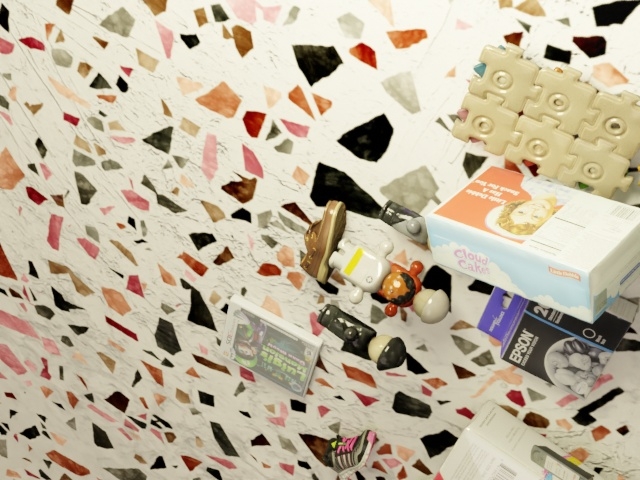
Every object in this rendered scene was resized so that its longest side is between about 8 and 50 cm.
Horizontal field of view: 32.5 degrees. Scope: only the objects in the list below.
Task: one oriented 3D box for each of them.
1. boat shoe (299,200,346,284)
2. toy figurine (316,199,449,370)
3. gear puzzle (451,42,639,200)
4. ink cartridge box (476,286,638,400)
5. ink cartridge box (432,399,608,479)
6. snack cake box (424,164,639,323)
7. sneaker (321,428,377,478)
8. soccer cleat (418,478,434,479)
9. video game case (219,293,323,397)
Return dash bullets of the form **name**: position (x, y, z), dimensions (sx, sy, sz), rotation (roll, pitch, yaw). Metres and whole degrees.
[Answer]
- **boat shoe**: position (0.000, 0.000, 1.793), dimensions (0.060, 0.064, 0.178), rotation (24, 139, 10)
- **toy figurine**: position (0.113, 0.068, 1.673), dimensions (0.148, 0.213, 0.210), rotation (32, 134, 22)
- **gear puzzle**: position (0.353, -0.147, 1.457), dimensions (0.338, 0.044, 0.176), rotation (24, 135, 8)
- **ink cartridge box**: position (0.355, 0.132, 1.699), dimensions (0.208, 0.045, 0.206), rotation (26, 137, 12)
- **ink cartridge box**: position (0.344, 0.456, 1.862), dimensions (0.306, 0.131, 0.226), rotation (33, 118, 13)
- **snack cake box**: position (0.294, -0.002, 1.486), dimensions (0.264, 0.152, 0.089), rotation (22, 139, 40)
- **sneaker**: position (0.051, 0.406, 2.124), dimensions (0.074, 0.063, 0.170), rotation (30, 143, -3)
- **soccer cleat**: position (0.249, 0.540, 2.118), dimensions (0.196, 0.068, 0.076), rotation (48, 133, -10)
- **video game case**: position (-0.097, 0.202, 2.067), dimensions (0.190, 0.022, 0.173), rotation (26, 137, 10)
